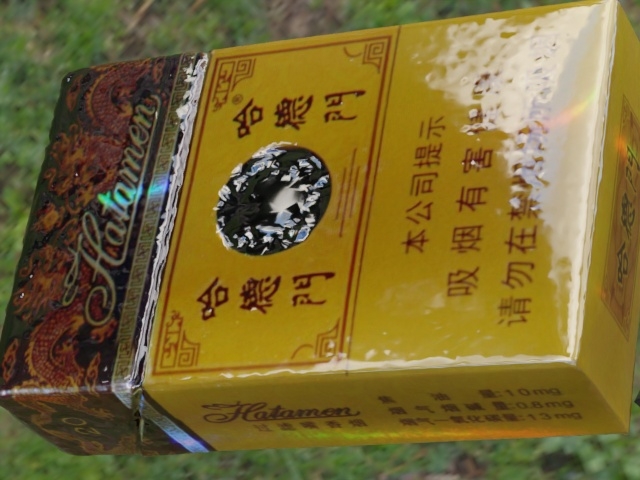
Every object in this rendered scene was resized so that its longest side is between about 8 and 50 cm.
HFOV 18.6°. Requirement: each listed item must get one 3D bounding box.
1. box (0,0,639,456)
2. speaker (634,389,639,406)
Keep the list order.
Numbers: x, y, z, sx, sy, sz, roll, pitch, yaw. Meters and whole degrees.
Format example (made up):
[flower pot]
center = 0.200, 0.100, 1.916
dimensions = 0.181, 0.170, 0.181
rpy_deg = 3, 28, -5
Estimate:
[box]
center = 0.000, 0.000, 1.274
dimensions = 0.116, 0.415, 0.264
rpy_deg = 49, 45, -52
[speaker]
center = 0.308, 0.155, 1.377
dimensions = 0.191, 0.040, 0.046
rpy_deg = 42, 48, -8
